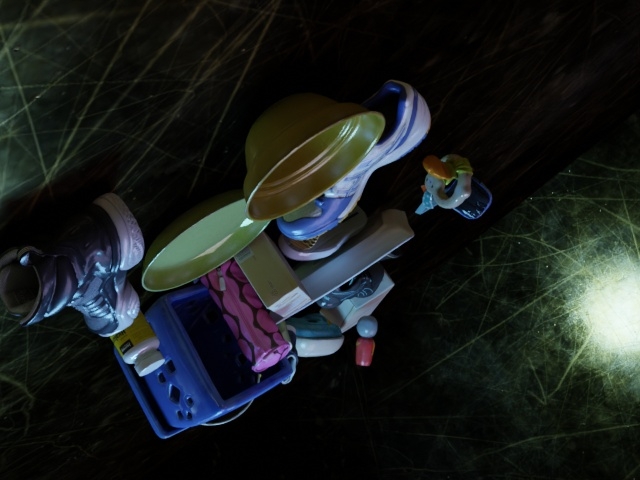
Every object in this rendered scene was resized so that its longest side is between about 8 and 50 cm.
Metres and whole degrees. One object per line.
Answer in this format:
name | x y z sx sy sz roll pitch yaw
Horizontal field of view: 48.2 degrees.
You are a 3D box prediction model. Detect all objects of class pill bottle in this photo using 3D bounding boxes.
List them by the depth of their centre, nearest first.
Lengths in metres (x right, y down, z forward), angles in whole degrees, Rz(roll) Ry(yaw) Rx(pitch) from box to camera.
pill bottle | -0.305 0.160 1.172 0.065 0.116 0.065 -34 167 -9

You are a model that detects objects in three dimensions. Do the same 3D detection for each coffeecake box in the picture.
coffeecake box | -0.090 0.057 1.291 0.068 0.142 0.185 -35 167 -1

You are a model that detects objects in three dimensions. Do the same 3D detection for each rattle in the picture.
rattle | 0.247 -0.129 1.658 0.142 0.130 0.199 -15 -175 -29

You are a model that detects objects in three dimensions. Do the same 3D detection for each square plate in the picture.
square plate | 0.038 0.039 1.551 0.344 0.049 0.347 -34 -173 8

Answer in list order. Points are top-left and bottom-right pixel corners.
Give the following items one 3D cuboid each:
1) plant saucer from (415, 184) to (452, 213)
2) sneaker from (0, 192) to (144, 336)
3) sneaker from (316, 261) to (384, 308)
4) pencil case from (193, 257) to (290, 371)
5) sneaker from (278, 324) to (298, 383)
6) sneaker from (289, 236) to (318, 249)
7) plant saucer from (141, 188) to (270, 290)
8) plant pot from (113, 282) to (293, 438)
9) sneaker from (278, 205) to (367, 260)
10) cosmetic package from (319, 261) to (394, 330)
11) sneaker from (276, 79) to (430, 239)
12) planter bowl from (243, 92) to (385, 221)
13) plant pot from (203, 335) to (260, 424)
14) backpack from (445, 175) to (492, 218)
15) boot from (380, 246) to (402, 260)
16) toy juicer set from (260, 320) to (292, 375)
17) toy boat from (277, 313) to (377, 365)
plant saucer | 0.353 -0.129 2.026 0.192 0.018 0.067 -30 166 -25
sneaker | -0.304 0.055 0.860 0.153 0.101 0.268 -26 158 -33
sneaker | 0.103 0.119 2.091 0.267 0.101 0.106 -25 161 -40
pencil case | -0.137 0.131 1.285 0.095 0.209 0.098 -31 169 -15
sneaker | -0.161 0.351 2.027 0.226 0.163 0.086 -33 126 13
sneaker | 0.005 -0.072 1.276 0.185 0.069 0.084 -52 -172 29
plant saucer | -0.174 -0.008 1.091 0.241 0.037 0.241 -34 167 -9
plant pot | -0.233 0.227 1.355 0.212 0.236 0.236 -36 169 30
sneaker | 0.000 0.000 1.423 0.258 0.094 0.091 -20 155 -51
cosmetic package | 0.113 0.188 2.327 0.160 0.113 0.309 -31 165 -20
sneaker | 0.031 -0.128 1.074 0.296 0.112 0.131 -46 158 5
planter bowl | -0.029 -0.125 0.923 0.217 0.090 0.217 -34 167 -9
plant pot | -0.249 0.298 1.672 0.215 0.215 0.230 -34 -179 -5
backpack | 0.409 -0.119 1.958 0.105 0.114 0.084 -53 167 15
boot | 0.125 0.043 1.968 0.137 0.077 0.198 -38 154 29
toy juicer set | -0.199 0.301 1.913 0.329 0.089 0.209 -36 -162 -20
toy boat | 0.028 0.287 2.206 0.318 0.148 0.267 6 179 28
